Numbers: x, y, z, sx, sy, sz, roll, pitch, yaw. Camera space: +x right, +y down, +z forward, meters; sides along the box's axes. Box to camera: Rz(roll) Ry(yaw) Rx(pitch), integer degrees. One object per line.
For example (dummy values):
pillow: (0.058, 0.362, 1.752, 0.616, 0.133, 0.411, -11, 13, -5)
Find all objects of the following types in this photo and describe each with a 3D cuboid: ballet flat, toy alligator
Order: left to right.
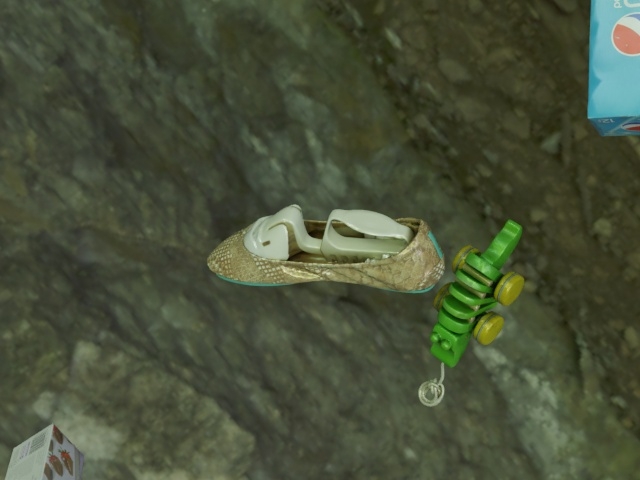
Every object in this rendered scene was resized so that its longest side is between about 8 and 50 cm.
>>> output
ballet flat: (0.000, 0.000, 0.767, 0.073, 0.206, 0.067, -74, -20, -47)
toy alligator: (0.115, 0.068, 0.774, 0.056, 0.189, 0.051, 37, -155, 31)

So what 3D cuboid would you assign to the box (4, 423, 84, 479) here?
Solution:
box: (-0.308, 0.314, 0.981, 0.063, 0.067, 0.324, 54, -176, -22)

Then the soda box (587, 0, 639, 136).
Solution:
soda box: (0.261, -0.194, 0.751, 0.067, 0.071, 0.210, 18, -106, -63)
